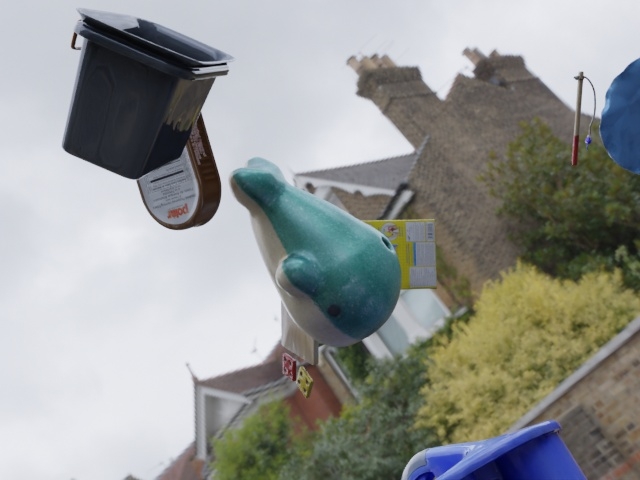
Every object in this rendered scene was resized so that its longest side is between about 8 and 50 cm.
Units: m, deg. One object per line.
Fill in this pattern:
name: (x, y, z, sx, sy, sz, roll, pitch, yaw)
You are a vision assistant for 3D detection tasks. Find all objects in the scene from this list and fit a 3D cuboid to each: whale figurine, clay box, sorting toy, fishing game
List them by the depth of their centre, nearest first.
whale figurine: (0.000, 0.000, 0.921, 0.141, 0.272, 0.216, -32, 7, 19)
fishing game: (0.492, -0.187, 1.062, 0.264, 0.041, 0.189, -4, -73, -4)
clay box: (0.096, 0.028, 1.312, 0.222, 0.127, 0.053, -1, -3, -8)
sorting toy: (-0.029, 0.173, 1.460, 0.046, 0.132, 0.274, -7, -76, -30)

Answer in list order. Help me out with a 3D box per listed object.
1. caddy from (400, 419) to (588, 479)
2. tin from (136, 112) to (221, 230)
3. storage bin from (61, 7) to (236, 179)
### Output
caddy: (0.143, 0.304, 0.748, 0.241, 0.179, 0.341, -19, -29, -26)
tin: (-0.178, -0.104, 0.847, 0.106, 0.189, 0.040, -12, 6, 39)
storage bin: (-0.128, -0.101, 0.502, 0.135, 0.098, 0.091, -71, 4, -75)
